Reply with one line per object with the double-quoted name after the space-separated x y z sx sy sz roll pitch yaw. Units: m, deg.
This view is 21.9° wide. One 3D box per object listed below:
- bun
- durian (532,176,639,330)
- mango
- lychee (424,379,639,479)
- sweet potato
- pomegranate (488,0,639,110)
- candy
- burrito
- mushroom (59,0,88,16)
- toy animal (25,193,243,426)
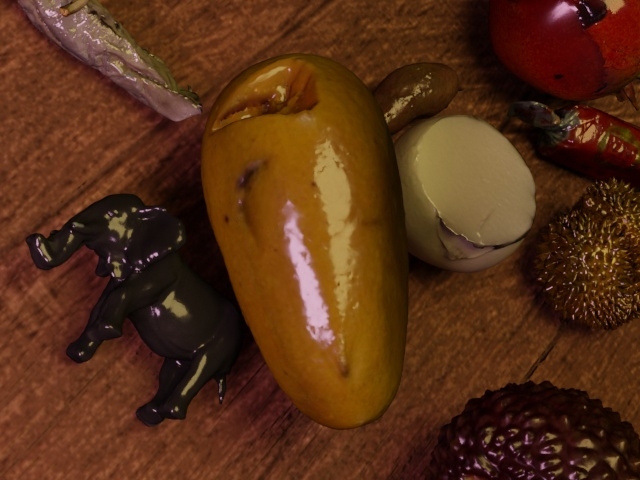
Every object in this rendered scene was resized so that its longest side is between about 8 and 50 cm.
0.136 -0.044 1.757 0.173 0.120 0.173 14 60 -26 "bun"
0.314 0.022 1.864 0.158 0.137 0.168 -22 101 -21 "durian"
0.000 0.000 1.558 0.182 0.253 0.365 -17 72 5 "mango"
0.233 0.263 1.643 0.271 0.271 0.271 14 65 -32 "lychee"
0.085 -0.153 1.799 0.226 0.068 0.068 -29 91 -37 "sweet potato"
0.301 -0.254 1.916 0.235 0.210 0.210 51 48 -37 "pomegranate"
0.335 -0.108 1.952 0.292 0.086 0.059 20 65 -28 "candy"
-0.208 -0.195 1.601 0.229 0.058 0.063 37 59 -17 "burrito"
-0.190 -0.281 1.633 0.026 0.028 0.286 21 40 11 "mushroom"
-0.169 0.057 1.511 0.245 0.114 0.146 55 54 -35 "toy animal"
